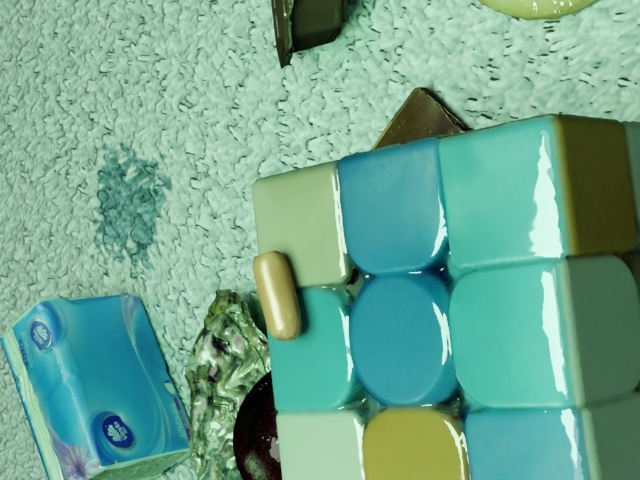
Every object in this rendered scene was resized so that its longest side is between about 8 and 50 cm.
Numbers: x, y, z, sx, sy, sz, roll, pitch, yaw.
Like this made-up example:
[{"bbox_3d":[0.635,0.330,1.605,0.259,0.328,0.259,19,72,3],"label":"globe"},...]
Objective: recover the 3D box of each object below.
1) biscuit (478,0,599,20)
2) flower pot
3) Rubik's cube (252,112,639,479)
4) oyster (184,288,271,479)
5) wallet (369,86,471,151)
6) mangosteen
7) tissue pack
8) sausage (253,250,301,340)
[{"bbox_3d":[0.220,-0.338,1.226,0.265,0.040,0.188,35,117,37],"label":"biscuit"},{"bbox_3d":[-0.019,-0.346,1.390,0.179,0.084,0.251,149,114,-84],"label":"flower pot"},{"bbox_3d":[0.182,0.082,1.070,0.346,0.347,0.344,-10,86,44],"label":"Rubik's cube"},{"bbox_3d":[-0.109,0.240,1.502,0.162,0.158,0.351,153,125,-76],"label":"oyster"},{"bbox_3d":[0.102,-0.094,1.357,0.095,0.026,0.176,49,125,24],"label":"wallet"},{"bbox_3d":[-0.002,0.253,1.369,0.211,0.211,0.250,58,157,25],"label":"mangosteen"},{"bbox_3d":[-0.319,0.222,1.654,0.146,0.198,0.263,-37,67,35],"label":"tissue pack"},{"bbox_3d":[-0.038,0.049,1.016,0.034,0.034,0.083,-25,76,41],"label":"sausage"}]
